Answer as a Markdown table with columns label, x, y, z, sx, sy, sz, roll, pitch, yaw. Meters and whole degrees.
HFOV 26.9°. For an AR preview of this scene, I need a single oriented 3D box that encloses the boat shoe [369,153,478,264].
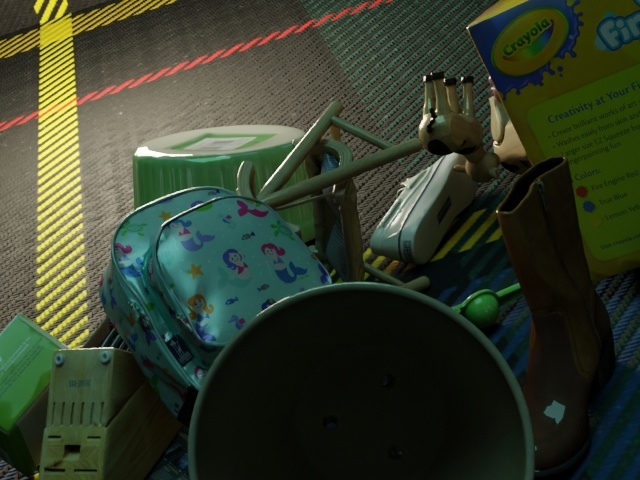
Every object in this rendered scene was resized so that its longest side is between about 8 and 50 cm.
| label | x | y | z | sx | sy | sz | roll | pitch | yaw |
| --- | --- | --- | --- | --- | --- | --- | --- | --- | --- |
| boat shoe | 0.156 | -0.060 | 1.978 | 0.088 | 0.096 | 0.267 | 6 | 44 | 30 |

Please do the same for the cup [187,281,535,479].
| label | x | y | z | sx | sy | sz | roll | pitch | yaw |
| --- | --- | --- | --- | --- | --- | --- | --- | --- | --- |
| cup | 0.046 | 0.200 | 1.384 | 0.331 | 0.331 | 0.237 | -15 | 1 | 5 |

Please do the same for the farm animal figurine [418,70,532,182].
| label | x | y | z | sx | sy | sz | roll | pitch | yaw |
| --- | --- | --- | --- | --- | --- | --- | --- | --- | --- |
| farm animal figurine | 0.305 | -0.153 | 1.932 | 0.331 | 0.172 | 0.327 | -4 | -2 | 3 |

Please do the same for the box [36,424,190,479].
| label | x | y | z | sx | sy | sz | roll | pitch | yaw |
| --- | --- | --- | --- | --- | --- | --- | --- | --- | --- |
| box | -0.207 | 0.283 | 1.595 | 0.183 | 0.059 | 0.233 | -32 | 30 | -25 |

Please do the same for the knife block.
| label | x | y | z | sx | sy | sz | roll | pitch | yaw |
| --- | --- | --- | --- | --- | --- | --- | --- | --- | --- |
| knife block | -0.220 | 0.214 | 1.599 | 0.088 | 0.242 | 0.275 | -4 | 73 | 27 |

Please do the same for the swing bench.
| label | x | y | z | sx | sy | sz | roll | pitch | yaw |
| --- | --- | --- | --- | --- | --- | --- | --- | --- | --- |
| swing bench | 0.000 | 0.000 | 1.749 | 0.165 | 0.253 | 0.255 | 28 | 49 | 34 |

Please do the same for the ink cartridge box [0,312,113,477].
| label | x | y | z | sx | sy | sz | roll | pitch | yaw |
| --- | --- | --- | --- | --- | --- | --- | --- | --- | --- |
| ink cartridge box | -0.335 | 0.151 | 1.693 | 0.097 | 0.188 | 0.255 | 32 | 66 | 11 |

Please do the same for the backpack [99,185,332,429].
| label | x | y | z | sx | sy | sz | roll | pitch | yaw |
| --- | --- | --- | --- | --- | --- | --- | --- | --- | --- |
| backpack | -0.122 | 0.057 | 1.516 | 0.225 | 0.191 | 0.253 | -25 | 61 | -31 |

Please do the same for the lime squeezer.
| label | x | y | z | sx | sy | sz | roll | pitch | yaw |
| --- | --- | --- | --- | --- | --- | --- | --- | --- | --- |
| lime squeezer | 0.211 | 0.104 | 1.684 | 0.110 | 0.058 | 0.310 | 2 | 33 | 32 |

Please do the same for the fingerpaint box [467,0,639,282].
| label | x | y | z | sx | sy | sz | roll | pitch | yaw |
| --- | --- | --- | --- | --- | --- | --- | --- | --- | --- |
| fingerpaint box | 0.464 | -0.198 | 1.616 | 0.445 | 0.371 | 0.163 | -22 | 12 | 32 |

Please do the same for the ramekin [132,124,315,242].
| label | x | y | z | sx | sy | sz | roll | pitch | yaw |
| --- | --- | --- | --- | --- | --- | --- | --- | --- | --- |
| ramekin | -0.143 | -0.081 | 2.030 | 0.304 | 0.148 | 0.303 | -5 | 14 | 1 |

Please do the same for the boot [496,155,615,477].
| label | x | y | z | sx | sy | sz | roll | pitch | yaw |
| --- | --- | --- | --- | --- | --- | --- | --- | --- | --- |
| boot | 0.246 | 0.084 | 1.459 | 0.096 | 0.280 | 0.264 | 6 | 36 | 37 |
